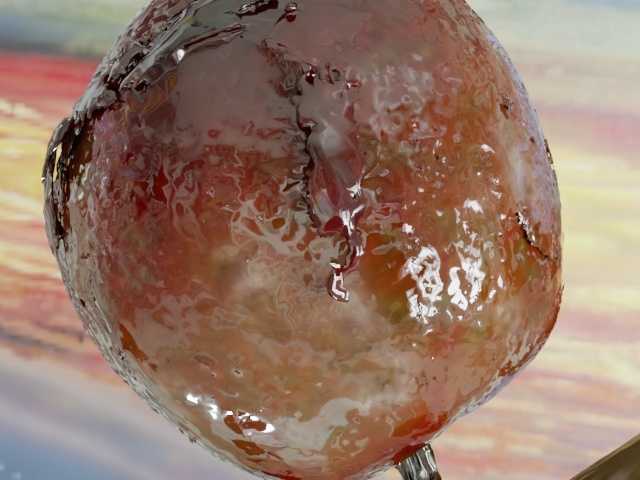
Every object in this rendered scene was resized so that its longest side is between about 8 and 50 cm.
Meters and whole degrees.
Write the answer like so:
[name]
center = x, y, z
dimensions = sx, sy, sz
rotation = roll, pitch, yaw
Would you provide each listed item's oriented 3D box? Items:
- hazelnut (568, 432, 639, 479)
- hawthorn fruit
[hazelnut]
center = 0.125, 0.132, 0.349
dimensions = 0.210, 0.186, 0.210
rotation = -18, -158, 7
[hawthorn fruit]
center = -0.007, -0.015, 0.783
dimensions = 0.316, 0.316, 0.316
rotation = 3, -164, -1
